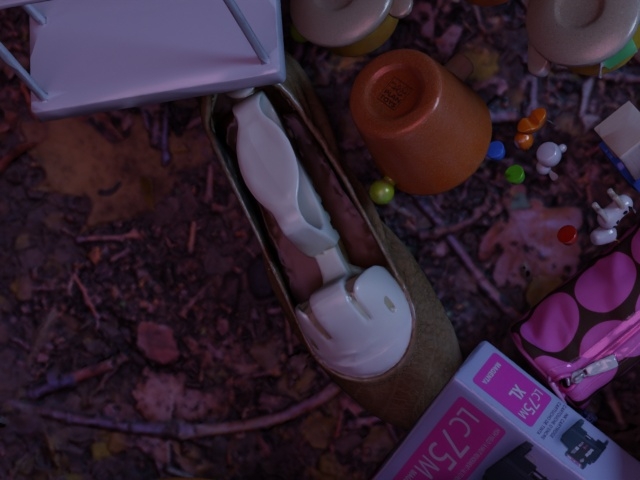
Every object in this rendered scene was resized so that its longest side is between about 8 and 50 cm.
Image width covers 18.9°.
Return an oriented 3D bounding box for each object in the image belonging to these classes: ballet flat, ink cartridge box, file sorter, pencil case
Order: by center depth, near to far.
[{"bbox_3d":[-0.147,-0.258,1.399,0.192,0.173,0.278,-9,69,12],"label":"file sorter"},{"bbox_3d":[0.245,0.038,1.435,0.209,0.098,0.095,-43,94,11],"label":"pencil case"},{"bbox_3d":[0.191,0.234,1.438,0.311,0.065,0.186,37,133,4],"label":"ink cartridge box"},{"bbox_3d":[0.000,0.000,1.464,0.116,0.124,0.342,-25,90,12],"label":"ballet flat"}]

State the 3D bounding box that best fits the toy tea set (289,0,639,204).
[{"bbox_3d":[0.149,-0.164,1.450,0.336,0.124,0.200,-22,61,15],"label":"toy tea set"}]

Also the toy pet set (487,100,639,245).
[{"bbox_3d":[0.209,-0.052,1.458,0.114,0.065,0.122,-38,49,5],"label":"toy pet set"}]

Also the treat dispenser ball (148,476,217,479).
[{"bbox_3d":[-0.104,0.320,1.425,0.288,0.288,0.288,1,95,11],"label":"treat dispenser ball"}]
